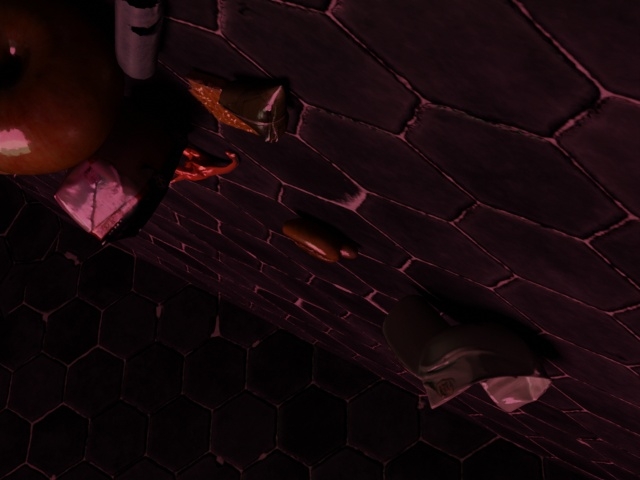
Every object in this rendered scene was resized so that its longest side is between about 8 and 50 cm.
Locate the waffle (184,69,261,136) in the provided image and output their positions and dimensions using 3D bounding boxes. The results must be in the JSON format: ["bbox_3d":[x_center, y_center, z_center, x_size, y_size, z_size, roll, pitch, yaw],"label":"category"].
[{"bbox_3d":[-0.141,-0.197,1.451,0.092,0.021,0.135,23,166,31],"label":"waffle"}]

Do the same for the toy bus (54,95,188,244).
[{"bbox_3d":[-0.310,-0.122,1.632,0.147,0.127,0.303,39,-155,-18],"label":"toy bus"}]

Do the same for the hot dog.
[{"bbox_3d":[-0.001,-0.001,1.859,0.140,0.060,0.090,33,174,21],"label":"hot dog"}]

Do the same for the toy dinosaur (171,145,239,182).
[{"bbox_3d":[-0.223,-0.139,1.830,0.101,0.055,0.279,24,169,-18],"label":"toy dinosaur"}]

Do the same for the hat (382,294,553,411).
[{"bbox_3d":[0.269,0.187,1.858,0.257,0.168,0.301,14,-152,-47],"label":"hat"}]

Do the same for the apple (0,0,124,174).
[{"bbox_3d":[-0.401,-0.219,1.437,0.264,0.264,0.264,29,168,7],"label":"apple"}]

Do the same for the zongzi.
[{"bbox_3d":[-0.088,-0.190,1.305,0.104,0.052,0.113,33,156,15],"label":"zongzi"}]

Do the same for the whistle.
[{"bbox_3d":[-0.228,-0.267,1.271,0.062,0.062,0.312,31,168,-7],"label":"whistle"}]

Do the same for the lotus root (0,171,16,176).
[{"bbox_3d":[-0.556,-0.181,1.815,0.125,0.118,0.221,-10,147,-12],"label":"lotus root"}]
